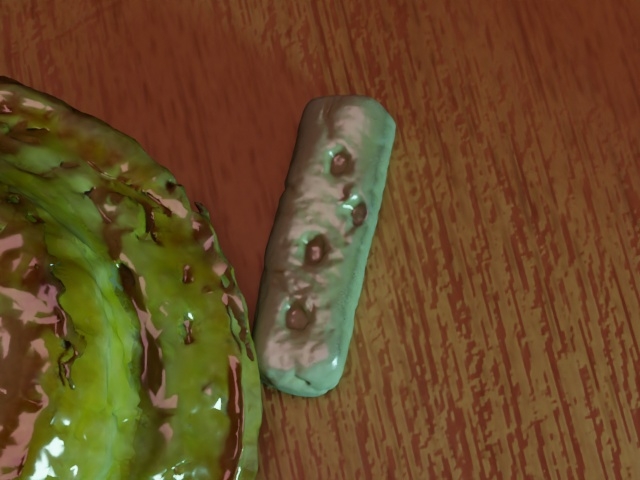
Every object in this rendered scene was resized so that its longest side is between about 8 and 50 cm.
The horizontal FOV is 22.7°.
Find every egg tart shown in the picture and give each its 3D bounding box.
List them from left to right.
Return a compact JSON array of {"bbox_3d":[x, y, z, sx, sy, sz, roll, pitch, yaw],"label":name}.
[{"bbox_3d":[-0.250,0.089,0.893,0.443,0.178,0.443,-1,71,2],"label":"egg tart"}]

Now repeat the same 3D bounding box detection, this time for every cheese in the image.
[{"bbox_3d":[0.000,0.000,0.986,0.064,0.043,0.194,8,72,11],"label":"cheese"}]
